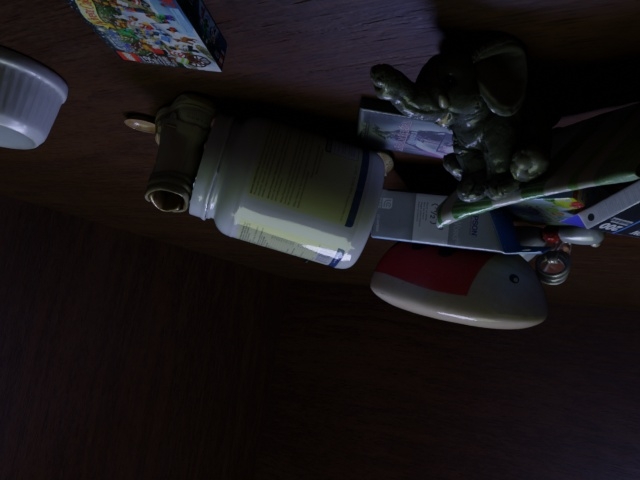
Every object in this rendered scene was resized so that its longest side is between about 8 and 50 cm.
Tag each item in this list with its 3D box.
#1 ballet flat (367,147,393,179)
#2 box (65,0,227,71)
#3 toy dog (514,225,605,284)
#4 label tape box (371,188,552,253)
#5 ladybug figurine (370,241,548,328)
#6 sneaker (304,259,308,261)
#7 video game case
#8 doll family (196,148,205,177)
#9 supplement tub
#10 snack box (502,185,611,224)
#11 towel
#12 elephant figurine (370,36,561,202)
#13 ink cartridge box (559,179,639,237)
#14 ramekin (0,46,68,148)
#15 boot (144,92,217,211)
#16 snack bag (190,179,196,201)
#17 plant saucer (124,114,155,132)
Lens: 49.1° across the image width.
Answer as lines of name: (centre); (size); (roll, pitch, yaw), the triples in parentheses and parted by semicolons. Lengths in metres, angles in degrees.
ballet flat: (0.113, -0.136, 1.478); (0.073, 0.067, 0.206); (13, 170, 5)
box: (-0.231, -0.297, 0.921); (0.159, 0.044, 0.233); (8, 171, 10)
toy dog: (0.532, 0.029, 1.716); (0.333, 0.220, 0.161); (13, 155, 51)
label tape box: (0.314, -0.044, 1.507); (0.347, 0.115, 0.249); (6, -175, 23)
ladybug figurine: (0.304, 0.085, 1.597); (0.449, 0.162, 0.305); (10, -173, 44)
sneaker: (0.000, 0.000, 2.174); (0.234, 0.153, 0.094); (14, 172, -23)
video game case: (0.201, -0.185, 1.225); (0.274, 0.026, 0.196); (9, 171, 2)
doll family: (-0.220, -0.173, 1.529); (0.111, 0.076, 0.193); (-16, -174, 22)
supplement tub: (-0.064, -0.097, 1.327); (0.324, 0.236, 0.235); (17, 170, -7)
snack box: (0.467, -0.085, 1.411); (0.174, 0.070, 0.207); (2, 167, 41)
towel: (0.332, -0.109, 0.970); (0.248, 0.038, 0.324); (-38, -165, -35)
elephant figurine: (0.194, -0.182, 0.896); (0.169, 0.186, 0.239); (-27, 114, 23)
ink cartridge box: (0.603, -0.046, 1.331); (0.206, 0.045, 0.208); (8, 154, -31)
ramekin: (-0.617, -0.262, 1.293); (0.272, 0.127, 0.273); (9, 171, 1)
boot: (-0.284, -0.153, 1.348); (0.095, 0.204, 0.262); (18, 167, -25)
snack bag: (-0.249, -0.121, 2.069); (0.322, 0.037, 0.342); (11, 170, -1)
plant saucer: (-0.370, -0.247, 1.475); (0.083, 0.015, 0.083); (10, 171, 1)
